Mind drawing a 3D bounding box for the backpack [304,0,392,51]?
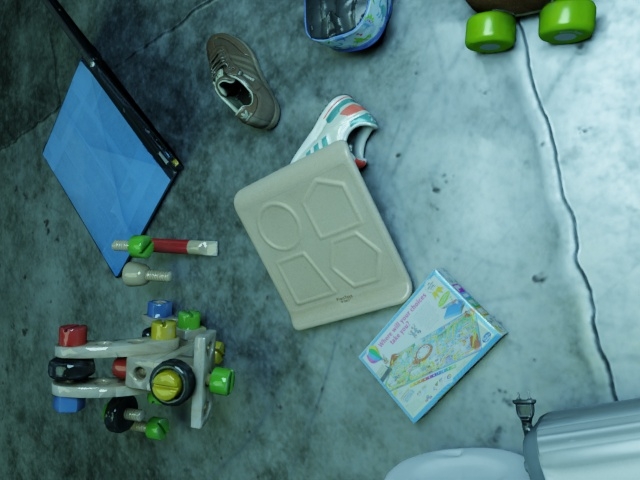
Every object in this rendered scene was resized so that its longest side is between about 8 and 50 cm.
[{"bbox_3d":[0.037,-0.289,0.638,0.104,0.084,0.115,2,87,36],"label":"backpack"}]

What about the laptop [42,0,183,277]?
[{"bbox_3d":[-0.438,-0.206,0.901,0.236,0.408,0.382,-38,66,-6],"label":"laptop"}]

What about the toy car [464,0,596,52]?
[{"bbox_3d":[0.173,-0.277,0.476,0.148,0.188,0.155,5,94,35],"label":"toy car"}]

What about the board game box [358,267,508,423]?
[{"bbox_3d":[0.126,0.123,0.617,0.103,0.026,0.154,48,116,25],"label":"board game box"}]

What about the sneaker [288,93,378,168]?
[{"bbox_3d":[0.014,-0.101,0.675,0.075,0.057,0.161,44,112,33],"label":"sneaker"}]

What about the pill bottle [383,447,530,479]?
[{"bbox_3d":[0.159,0.370,0.516,0.161,0.161,0.284,-12,84,35],"label":"pill bottle"}]

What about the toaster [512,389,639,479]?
[{"bbox_3d":[0.277,0.225,0.451,0.146,0.129,0.227,-25,74,29],"label":"toaster"}]

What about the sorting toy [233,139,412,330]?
[{"bbox_3d":[0.000,0.000,0.678,0.192,0.038,0.208,-21,95,34],"label":"sorting toy"}]

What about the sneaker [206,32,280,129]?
[{"bbox_3d":[-0.126,-0.242,0.766,0.066,0.071,0.188,-47,66,27],"label":"sneaker"}]

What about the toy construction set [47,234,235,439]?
[{"bbox_3d":[-0.209,0.136,0.780,0.237,0.257,0.309,2,69,18],"label":"toy construction set"}]
